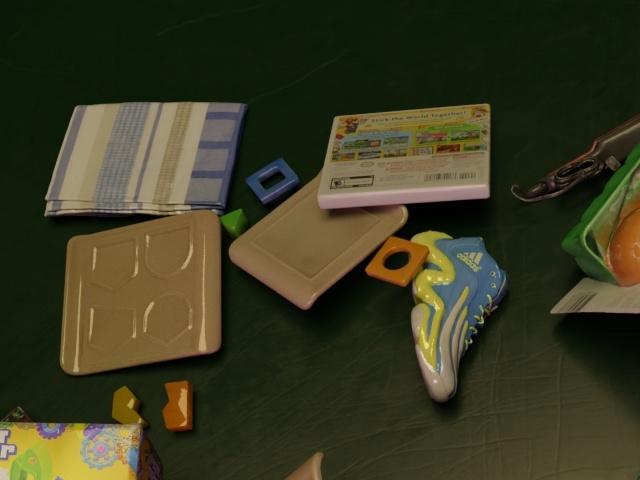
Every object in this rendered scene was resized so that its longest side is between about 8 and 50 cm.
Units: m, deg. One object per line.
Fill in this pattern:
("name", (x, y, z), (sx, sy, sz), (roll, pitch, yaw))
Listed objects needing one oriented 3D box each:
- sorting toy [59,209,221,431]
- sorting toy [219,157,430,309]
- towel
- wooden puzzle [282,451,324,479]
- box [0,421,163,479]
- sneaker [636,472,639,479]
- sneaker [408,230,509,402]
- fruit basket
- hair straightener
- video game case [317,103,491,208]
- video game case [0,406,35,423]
("sorting toy", (-0.241, 0.117, 1.547), (0.229, 0.041, 0.307), (-10, 64, 15))
("sorting toy", (0.000, 0.000, 1.530), (0.196, 0.047, 0.347), (-42, 44, -17))
("towel", (-0.259, -0.120, 1.697), (0.284, 0.034, 0.209), (0, 58, 12))
("wooden puzzle", (-0.034, 0.384, 1.260), (0.044, 0.221, 0.239), (14, 50, -28))
("box", (-0.340, 0.358, 1.269), (0.289, 0.177, 0.279), (1, 64, 2))
("sneaker", (0.416, 0.249, 1.295), (0.076, 0.065, 0.166), (29, 73, 10))
("sneaker", (0.178, 0.084, 1.427), (0.126, 0.091, 0.240), (-9, 57, 9))
("fruit basket", (0.452, -0.029, 1.296), (0.327, 0.165, 0.353), (-50, 17, -17))
("hair straightener", (0.359, -0.110, 1.498), (0.230, 0.089, 0.047), (-24, 96, -1))
("video game case", (0.119, -0.117, 1.558), (0.226, 0.026, 0.206), (-4, 37, 12))
("video game case", (-0.405, 0.350, 1.426), (0.210, 0.042, 0.232), (34, 68, 34))
